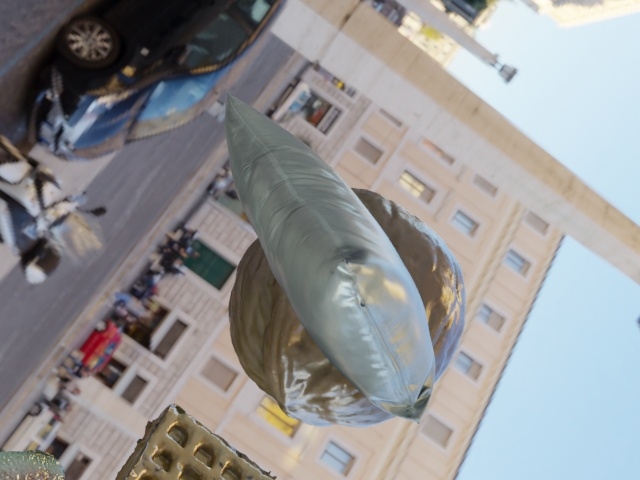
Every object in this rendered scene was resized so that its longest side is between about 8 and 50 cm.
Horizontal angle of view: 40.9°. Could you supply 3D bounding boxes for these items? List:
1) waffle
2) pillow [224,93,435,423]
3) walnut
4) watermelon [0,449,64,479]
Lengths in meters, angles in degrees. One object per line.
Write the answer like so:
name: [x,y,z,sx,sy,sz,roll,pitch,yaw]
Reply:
waffle: [-0.212,0.430,1.231,0.114,0.261,0.376,-46,-174,30]
pillow: [-0.001,-0.001,0.585,0.078,0.144,0.254,-35,-143,2]
walnut: [0.022,0.066,0.807,0.228,0.228,0.228,-53,-175,7]
watermelon: [-0.415,0.324,1.113,0.081,0.180,0.094,-46,-136,15]
